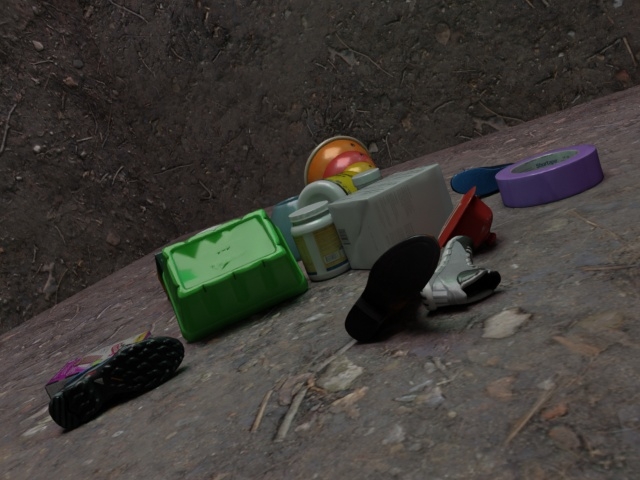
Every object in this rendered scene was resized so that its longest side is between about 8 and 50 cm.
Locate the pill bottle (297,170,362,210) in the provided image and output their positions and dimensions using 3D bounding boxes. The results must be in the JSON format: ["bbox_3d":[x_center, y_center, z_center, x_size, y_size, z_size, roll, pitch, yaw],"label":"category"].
[{"bbox_3d":[0.078,-0.135,1.889,0.188,0.188,0.334,-14,7,31],"label":"pill bottle"}]

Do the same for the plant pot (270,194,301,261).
[{"bbox_3d":[-0.071,-0.059,2.027,0.290,0.195,0.290,-20,11,4],"label":"plant pot"}]

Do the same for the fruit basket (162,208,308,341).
[{"bbox_3d":[-0.247,0.111,1.572,0.392,0.283,0.392,-21,-32,-14],"label":"fruit basket"}]

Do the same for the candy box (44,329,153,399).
[{"bbox_3d":[-0.544,0.321,1.397,0.233,0.071,0.159,-21,10,-1],"label":"candy box"}]

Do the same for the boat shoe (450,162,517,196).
[{"bbox_3d":[0.554,-0.194,1.834,0.258,0.109,0.089,-5,3,-3],"label":"boat shoe"}]

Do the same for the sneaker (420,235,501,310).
[{"bbox_3d":[0.298,0.063,1.090,0.132,0.086,0.228,-6,28,39],"label":"sneaker"}]

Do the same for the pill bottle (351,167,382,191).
[{"bbox_3d":[0.177,-0.108,1.730,0.124,0.221,0.124,-20,11,4],"label":"pill bottle"}]

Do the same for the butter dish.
[{"bbox_3d":[0.361,-0.029,1.319,0.160,0.118,0.160,-62,-9,24],"label":"butter dish"}]

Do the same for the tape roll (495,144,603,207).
[{"bbox_3d":[0.647,-0.184,1.580,0.275,0.090,0.275,-21,11,4],"label":"tape roll"}]

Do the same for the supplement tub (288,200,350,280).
[{"bbox_3d":[0.000,0.000,1.594,0.144,0.199,0.144,-20,11,4],"label":"supplement tub"}]

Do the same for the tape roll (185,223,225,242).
[{"bbox_3d":[-0.349,0.069,1.824,0.286,0.100,0.286,-30,-19,-12],"label":"tape roll"}]

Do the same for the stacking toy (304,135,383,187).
[{"bbox_3d":[0.167,-0.241,2.416,0.351,0.350,0.480,-24,30,-15],"label":"stacking toy"}]

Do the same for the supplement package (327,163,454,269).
[{"bbox_3d":[0.202,-0.063,1.523,0.263,0.199,0.198,-27,12,-29],"label":"supplement package"}]

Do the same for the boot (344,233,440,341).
[{"bbox_3d":[0.183,0.053,1.089,0.280,0.096,0.264,-34,-26,-54],"label":"boot"}]

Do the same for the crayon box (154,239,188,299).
[{"bbox_3d":[-0.482,0.095,2.004,0.203,0.083,0.323,-26,-14,-22],"label":"crayon box"}]

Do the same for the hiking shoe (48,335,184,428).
[{"bbox_3d":[-0.459,0.295,1.251,0.304,0.113,0.132,-25,12,-19],"label":"hiking shoe"}]
